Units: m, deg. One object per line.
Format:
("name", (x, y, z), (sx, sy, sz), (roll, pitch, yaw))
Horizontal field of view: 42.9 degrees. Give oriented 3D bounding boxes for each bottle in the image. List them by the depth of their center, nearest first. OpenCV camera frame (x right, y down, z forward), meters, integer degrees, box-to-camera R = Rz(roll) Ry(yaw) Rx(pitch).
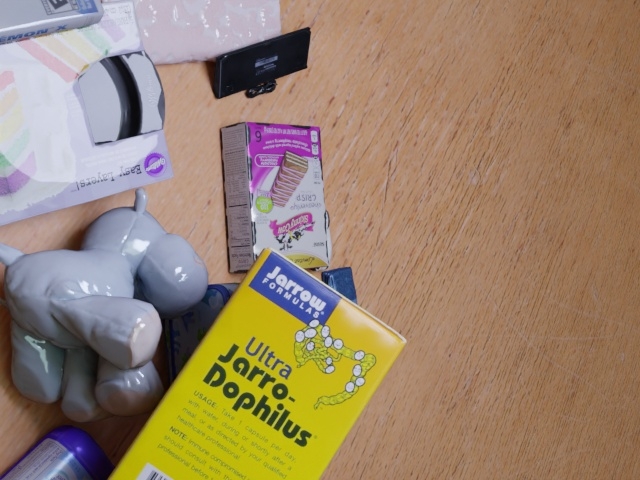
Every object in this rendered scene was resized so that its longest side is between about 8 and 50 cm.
("bottle", (-0.377, 0.357, 0.986), (0.283, 0.092, 0.118), (-44, 117, -35))

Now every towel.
("towel", (-0.192, -0.421, 1.196), (0.331, 0.053, 0.317), (-14, 108, -42))
("towel", (0.039, 0.108, 1.423), (0.067, 0.029, 0.120), (-14, 96, -43))

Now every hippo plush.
("hippo plush", (-0.283, 0.074, 1.053), (0.294, 0.234, 0.236), (32, 37, 4))

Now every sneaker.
("sneaker", (0.000, 0.000, 1.394), (0.043, 0.040, 0.109), (13, 82, -58))

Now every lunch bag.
("lunch bag", (-0.149, 0.171, 1.152), (0.090, 0.176, 0.219), (-1, 86, -42))

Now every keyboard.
("keyboard", (-0.093, -0.277, 1.303), (0.180, 0.023, 0.108), (-26, 145, -30))

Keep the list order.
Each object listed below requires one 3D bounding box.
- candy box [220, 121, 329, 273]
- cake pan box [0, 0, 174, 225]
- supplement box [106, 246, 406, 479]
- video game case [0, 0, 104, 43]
("candy box", (-0.071, -0.067, 1.305), (0.159, 0.071, 0.234), (-4, 91, -43))
("cake pan box", (-0.332, -0.167, 1.042), (0.266, 0.070, 0.246), (-19, 107, -33))
("supplement box", (-0.085, 0.213, 0.964), (0.195, 0.194, 0.357), (34, 82, 0))
("video game case", (-0.449, -0.374, 0.929), (0.300, 0.036, 0.329), (-23, 89, -33))
